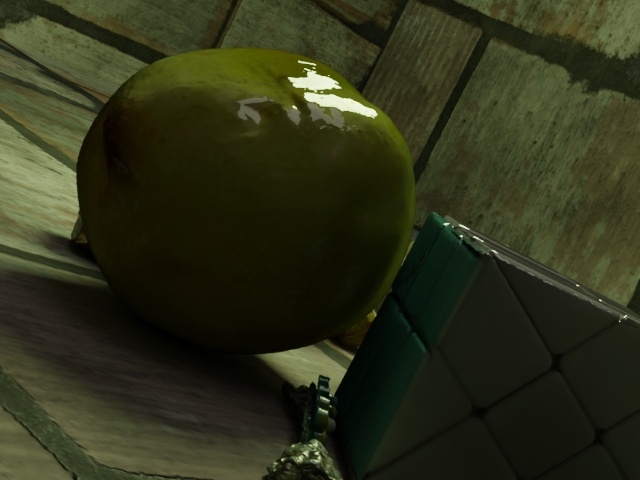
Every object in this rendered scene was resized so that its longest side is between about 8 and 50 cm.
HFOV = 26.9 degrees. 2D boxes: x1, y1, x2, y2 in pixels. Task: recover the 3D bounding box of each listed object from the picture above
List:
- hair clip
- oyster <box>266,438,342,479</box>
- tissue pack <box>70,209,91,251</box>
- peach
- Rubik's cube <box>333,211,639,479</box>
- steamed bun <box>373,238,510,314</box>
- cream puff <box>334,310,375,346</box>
[{"bbox_3d":[-0.006,0.147,1.175,0.049,0.049,0.173,26,5,-7],"label":"hair clip"},{"bbox_3d":[0.006,0.180,0.990,0.100,0.037,0.098,30,8,27],"label":"oyster"},{"bbox_3d":[-0.138,-0.035,1.464,0.226,0.183,0.092,25,-2,-16],"label":"tissue pack"},{"bbox_3d":[-0.073,-0.043,1.275,0.316,0.314,0.281,-3,46,-28],"label":"peach"},{"bbox_3d":[0.160,0.130,1.158,0.221,0.231,0.224,26,8,-9],"label":"Rubik's cube"},{"bbox_3d":[0.171,0.132,1.428,0.292,0.137,0.295,49,35,7],"label":"steamed bun"},{"bbox_3d":[0.038,0.097,1.663,0.083,0.058,0.083,78,-8,-48],"label":"cream puff"}]
